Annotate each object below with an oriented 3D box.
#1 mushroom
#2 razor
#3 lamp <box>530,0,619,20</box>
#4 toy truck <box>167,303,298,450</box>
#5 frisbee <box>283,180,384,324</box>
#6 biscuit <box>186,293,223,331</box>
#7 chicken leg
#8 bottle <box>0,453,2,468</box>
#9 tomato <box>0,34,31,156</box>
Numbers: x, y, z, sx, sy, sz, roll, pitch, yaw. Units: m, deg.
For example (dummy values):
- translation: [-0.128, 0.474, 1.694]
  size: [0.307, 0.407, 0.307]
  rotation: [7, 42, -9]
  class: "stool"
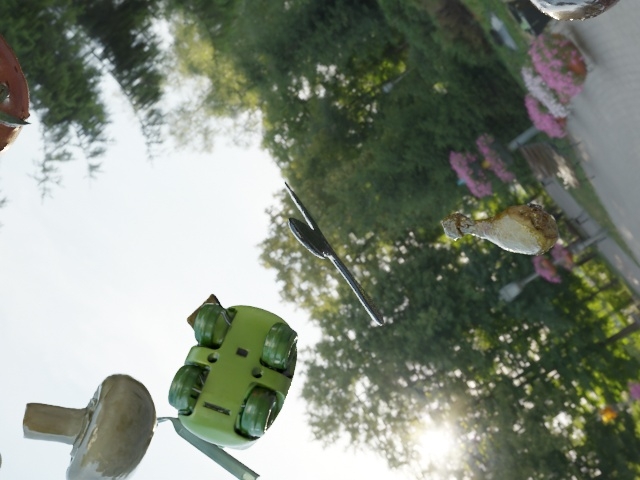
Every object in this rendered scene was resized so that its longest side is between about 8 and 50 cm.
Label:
- translation: [-0.392, 0.318, 1.142]
  size: [0.215, 0.207, 0.207]
  rotation: [18, -152, -20]
  class: "mushroom"
- translation: [-0.244, 0.411, 1.359]
  size: [0.278, 0.056, 0.111]
  rotation: [23, 169, 14]
  class: "razor"
- translation: [0.396, -0.416, 1.039]
  size: [0.157, 0.156, 0.135]
  rotation: [14, -95, -60]
  class: "lamp"
- translation: [-0.114, 0.206, 0.937]
  size: [0.148, 0.210, 0.187]
  rotation: [16, -135, 9]
  class: "toy truck"
- translation: [0.000, 0.000, 0.753]
  size: [0.211, 0.012, 0.187]
  rotation: [48, -172, -45]
  class: "frisbee"
- translation: [-0.198, 0.150, 1.228]
  size: [0.083, 0.018, 0.081]
  rotation: [60, -136, -19]
  class: "biscuit"
- translation: [0.362, -0.023, 1.385]
  size: [0.087, 0.251, 0.107]
  rotation: [-37, -61, -40]
  class: "chicken leg"
- translation: [-0.378, 0.133, 0.576]
  size: [0.104, 0.104, 0.245]
  rotation: [-99, -10, -61]
  class: "bottle"
- translation: [-0.753, -0.303, 1.323]
  size: [0.273, 0.341, 0.341]
  rotation: [19, 169, 39]
  class: "tomato"
